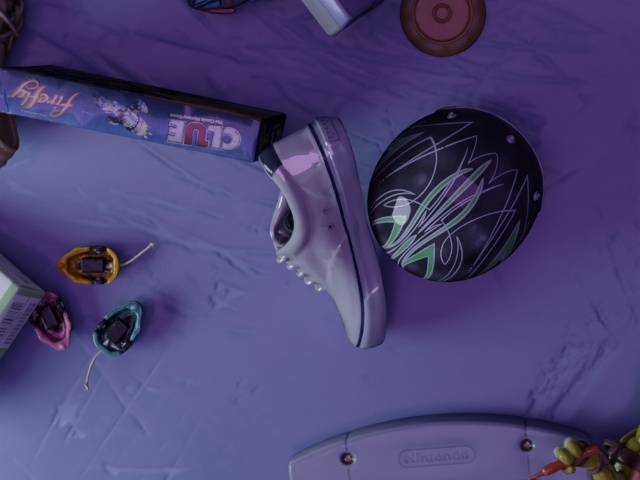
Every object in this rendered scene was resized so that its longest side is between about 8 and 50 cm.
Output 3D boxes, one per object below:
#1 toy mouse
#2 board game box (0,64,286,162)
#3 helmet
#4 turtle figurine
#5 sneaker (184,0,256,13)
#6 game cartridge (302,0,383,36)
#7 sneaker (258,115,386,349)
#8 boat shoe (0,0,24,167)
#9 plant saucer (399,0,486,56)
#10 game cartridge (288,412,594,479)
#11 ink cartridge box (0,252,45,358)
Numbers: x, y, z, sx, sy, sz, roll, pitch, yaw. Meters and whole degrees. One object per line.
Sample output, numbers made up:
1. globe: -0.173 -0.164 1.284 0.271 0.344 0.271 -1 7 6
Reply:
1. toy mouse: -0.232 0.076 1.732 0.161 0.031 0.143 -4 95 7
2. board game box: -0.165 -0.121 1.637 0.243 0.165 0.042 12 97 6
3. helmet: 0.125 -0.043 1.612 0.169 0.161 0.169 1 96 6
4. turtle figurine: 0.326 0.212 1.652 0.269 0.087 0.217 29 93 -23
5. sneaker: -0.132 -0.337 1.642 0.125 0.104 0.261 -23 92 12
6. game cartridge: -0.017 -0.381 1.584 0.230 0.068 0.355 -39 91 -34
7. sneaker: 0.000 0.000 1.628 0.091 0.094 0.258 -17 124 -3
8. boat shoe: -0.340 -0.219 1.678 0.098 0.109 0.302 -18 88 9
9. plant saucer: 0.117 -0.218 1.669 0.083 0.015 0.083 1 96 7
10. game cartridge: 0.122 0.270 1.702 0.297 0.062 0.198 -5 91 7
11. ink cartridge box: -0.410 0.049 1.740 0.235 0.056 0.171 39 99 23
